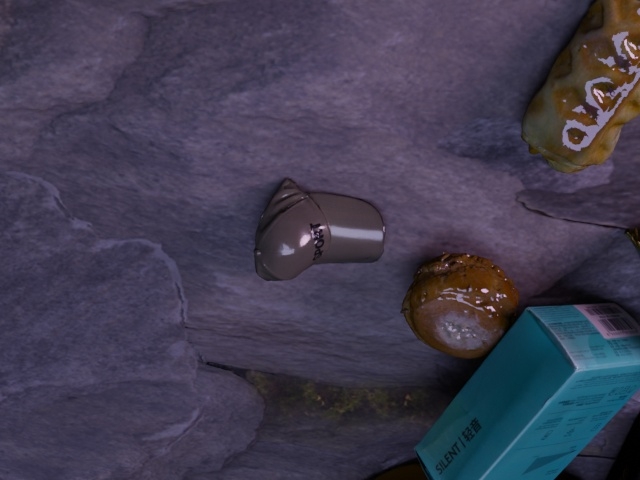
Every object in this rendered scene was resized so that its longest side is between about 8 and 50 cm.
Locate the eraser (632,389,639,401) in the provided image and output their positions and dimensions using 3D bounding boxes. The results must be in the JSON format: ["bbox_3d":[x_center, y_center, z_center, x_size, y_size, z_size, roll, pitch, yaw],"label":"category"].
[{"bbox_3d":[0.467,0.193,1.618,0.038,0.019,0.083,28,122,-7],"label":"eraser"}]

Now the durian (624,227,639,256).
[{"bbox_3d":[0.521,0.110,1.487,0.166,0.172,0.306,-10,132,43],"label":"durian"}]

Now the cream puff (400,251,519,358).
[{"bbox_3d":[0.193,0.082,1.537,0.150,0.115,0.165,-14,128,24],"label":"cream puff"}]

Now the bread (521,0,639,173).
[{"bbox_3d":[0.339,-0.182,1.368,0.128,0.088,0.232,23,118,-15],"label":"bread"}]

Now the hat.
[{"bbox_3d":[0.000,0.000,1.534,0.175,0.085,0.147,4,122,9],"label":"hat"}]

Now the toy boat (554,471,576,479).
[{"bbox_3d":[0.344,0.381,1.733,0.140,0.059,0.066,25,110,-9],"label":"toy boat"}]

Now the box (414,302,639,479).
[{"bbox_3d":[0.295,0.228,1.558,0.205,0.118,0.311,1,133,-39],"label":"box"}]

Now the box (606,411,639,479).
[{"bbox_3d":[0.629,0.426,1.684,0.415,0.116,0.264,14,124,0],"label":"box"}]

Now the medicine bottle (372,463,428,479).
[{"bbox_3d":[0.161,0.505,1.738,0.237,0.238,0.232,-27,116,23],"label":"medicine bottle"}]
